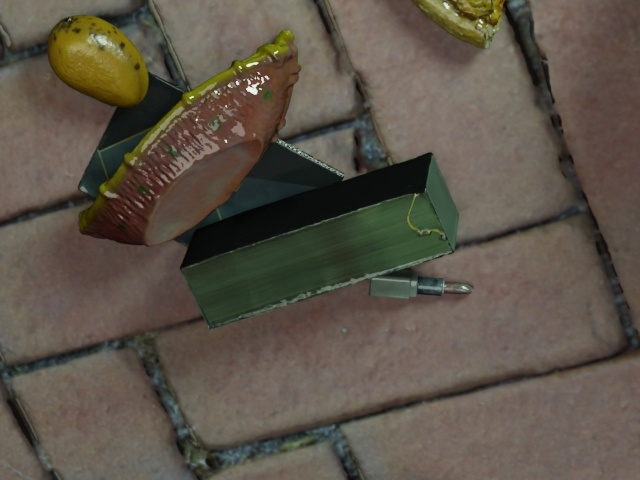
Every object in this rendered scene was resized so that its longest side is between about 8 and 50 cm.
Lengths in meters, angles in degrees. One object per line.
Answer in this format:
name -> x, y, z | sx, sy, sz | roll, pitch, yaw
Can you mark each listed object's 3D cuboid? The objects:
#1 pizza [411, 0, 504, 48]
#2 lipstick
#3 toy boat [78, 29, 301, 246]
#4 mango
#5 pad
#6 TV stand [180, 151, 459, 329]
pizza -> 0.108, -0.291, 1.736 | 0.127, 0.058, 0.246 | -5, 116, 13
lipstick -> 0.104, 0.046, 1.915 | 0.107, 0.025, 0.025 | 4, 116, 2
toy boat -> -0.131, -0.082, 1.862 | 0.318, 0.099, 0.141 | -40, 143, 25
mango -> -0.222, -0.177, 1.858 | 0.114, 0.057, 0.079 | 42, 110, -12
pad -> -0.115, -0.060, 1.921 | 0.243, 0.004, 0.163 | 28, 117, -3
TV stand -> 0.000, 0.000, 1.874 | 0.270, 0.088, 0.082 | -17, 113, 16
